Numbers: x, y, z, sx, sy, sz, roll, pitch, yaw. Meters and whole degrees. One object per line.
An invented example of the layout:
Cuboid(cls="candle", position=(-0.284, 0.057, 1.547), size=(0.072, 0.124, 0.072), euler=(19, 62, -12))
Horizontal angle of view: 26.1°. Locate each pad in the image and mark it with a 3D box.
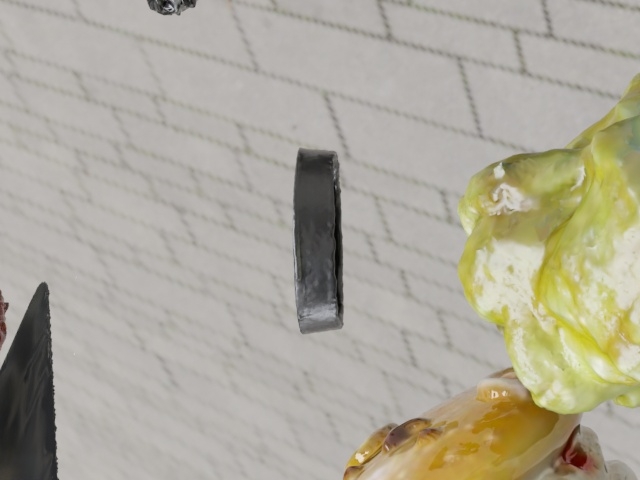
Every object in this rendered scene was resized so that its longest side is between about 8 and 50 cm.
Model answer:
Cuboid(cls="pad", position=(-0.244, 0.209, 1.242), size=(0.063, 0.375, 0.315), euler=(14, 124, -23))

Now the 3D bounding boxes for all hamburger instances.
Cuboid(cls="hamburger", position=(0.108, 0.230, 1.118), size=(0.186, 0.302, 0.261), euler=(53, 143, -3))

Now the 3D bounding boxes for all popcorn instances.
Cuboid(cls="popcorn", position=(0.235, 0.011, 0.989), size=(0.225, 0.276, 0.276), euler=(58, 153, -5))

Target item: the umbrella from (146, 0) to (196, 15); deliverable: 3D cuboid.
Cuboid(cls="umbrella", position=(-0.111, -0.332, 1.063), size=(0.336, 0.128, 0.154), euler=(109, 153, -45))

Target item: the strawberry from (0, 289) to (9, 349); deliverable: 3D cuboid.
Cuboid(cls="strawberry", position=(-0.279, 0.045, 0.933), size=(0.192, 0.085, 0.140), euler=(39, -155, -39))

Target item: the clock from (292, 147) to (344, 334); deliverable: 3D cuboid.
Cuboid(cls="clock", position=(0.000, 0.000, 1.348), size=(0.040, 0.184, 0.184), euler=(-1, 144, 4))
